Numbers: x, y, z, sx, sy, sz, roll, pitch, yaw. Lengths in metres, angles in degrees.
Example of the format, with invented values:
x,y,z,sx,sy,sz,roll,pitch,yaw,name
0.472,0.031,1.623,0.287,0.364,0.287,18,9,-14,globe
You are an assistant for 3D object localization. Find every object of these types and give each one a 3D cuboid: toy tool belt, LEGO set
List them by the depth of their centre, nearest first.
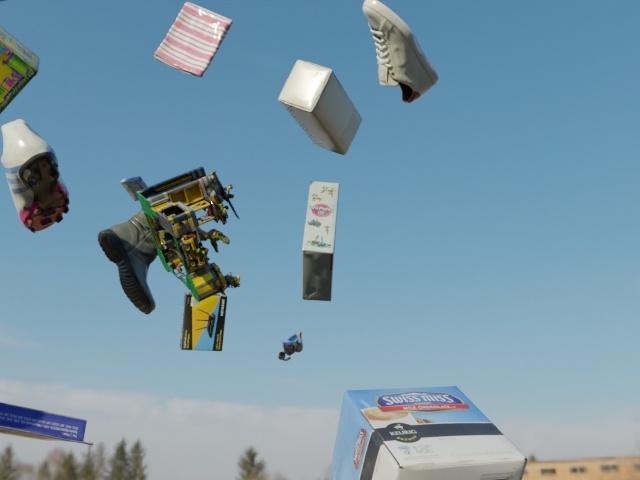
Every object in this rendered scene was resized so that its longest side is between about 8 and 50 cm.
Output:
x,y,z,sx,sy,sz,roll,pitch,yaw,name
-0.249,-0.029,1.613,0.192,0.255,0.331,-25,17,-20,LEGO set
-0.079,0.273,1.947,0.052,0.083,0.051,31,-48,30,toy tool belt

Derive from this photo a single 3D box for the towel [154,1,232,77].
x,y,z,sx,sy,sz,roll,pitch,yaw,name
-0.338,-0.538,1.976,0.144,0.197,0.029,24,-17,6,towel

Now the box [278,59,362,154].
x,y,z,sx,sy,sz,roll,pitch,yaw,name
0.006,-0.307,1.749,0.094,0.113,0.275,23,-8,23,box

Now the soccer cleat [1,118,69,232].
x,y,z,sx,sy,sz,roll,pitch,yaw,name
-0.629,-0.141,1.627,0.116,0.143,0.331,-30,-14,-28,soccer cleat

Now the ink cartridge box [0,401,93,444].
x,y,z,sx,sy,sz,roll,pitch,yaw,name
-0.716,0.417,1.727,0.304,0.072,0.307,23,-26,-32,ink cartridge box

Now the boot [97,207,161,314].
x,y,z,sx,sy,sz,roll,pitch,yaw,name
-0.436,0.048,1.872,0.161,0.246,0.083,-31,8,-38,boot

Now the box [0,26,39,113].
x,y,z,sx,sy,sz,roll,pitch,yaw,name
-0.995,-0.480,2.070,0.290,0.177,0.279,-45,-58,7,box

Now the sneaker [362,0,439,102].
x,y,z,sx,sy,sz,roll,pitch,yaw,name
0.174,-0.449,1.797,0.290,0.123,0.106,46,-2,-33,sneaker

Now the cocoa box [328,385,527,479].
x,y,z,sx,sy,sz,roll,pitch,yaw,name
0.151,0.448,1.236,0.231,0.347,0.228,3,18,-20,cocoa box

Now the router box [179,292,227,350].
x,y,z,sx,sy,sz,roll,pitch,yaw,name
-0.370,0.257,2.345,0.133,0.179,0.046,4,5,-16,router box

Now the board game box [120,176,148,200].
x,y,z,sx,sy,sz,roll,pitch,yaw,name
-0.628,-0.177,2.543,0.090,0.020,0.090,-4,-48,33,board game box

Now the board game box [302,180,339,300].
x,y,z,sx,sy,sz,roll,pitch,yaw,name
0.000,0.000,2.278,0.097,0.303,0.224,3,-44,0,board game box
